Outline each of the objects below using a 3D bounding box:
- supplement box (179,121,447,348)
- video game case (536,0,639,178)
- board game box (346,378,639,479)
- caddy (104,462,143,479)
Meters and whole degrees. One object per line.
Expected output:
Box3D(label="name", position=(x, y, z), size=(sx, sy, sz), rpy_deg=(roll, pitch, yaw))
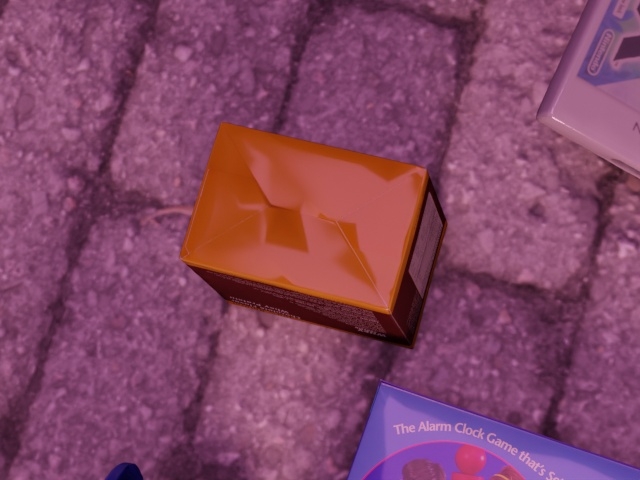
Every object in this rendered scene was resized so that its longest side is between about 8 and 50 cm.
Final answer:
Box3D(label="supplement box", position=(0.000, 0.000, 1.445), size=(0.191, 0.194, 0.129), rpy_deg=(13, 79, 13))
Box3D(label="video game case", position=(0.386, -0.184, 1.435), size=(0.300, 0.036, 0.329), rpy_deg=(28, 81, -14))
Box3D(label="board game box", position=(0.179, 0.288, 1.379), size=(0.347, 0.078, 0.233), rpy_deg=(18, 81, 14))
Box3D(label="caddy", position=(-0.162, 0.364, 1.359), size=(0.179, 0.241, 0.341), rpy_deg=(8, 77, 8))
